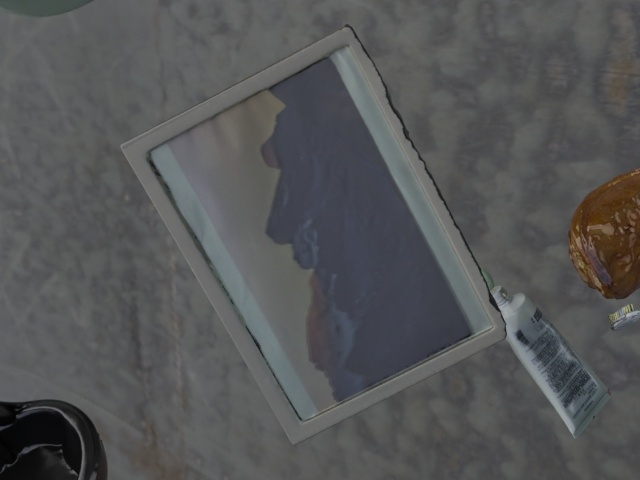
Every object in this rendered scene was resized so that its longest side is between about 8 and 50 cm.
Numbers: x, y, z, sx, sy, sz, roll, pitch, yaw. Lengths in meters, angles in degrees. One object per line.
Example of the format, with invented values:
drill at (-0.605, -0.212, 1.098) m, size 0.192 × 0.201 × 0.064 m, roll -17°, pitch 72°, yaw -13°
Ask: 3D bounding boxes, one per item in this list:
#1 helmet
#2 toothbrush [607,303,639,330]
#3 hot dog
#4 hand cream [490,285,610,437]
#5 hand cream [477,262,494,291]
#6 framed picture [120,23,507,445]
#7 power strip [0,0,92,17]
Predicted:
helmet at (-0.363, 0.291, 1.064) m, size 0.189 × 0.216 × 0.193 m, roll 43°, pitch 157°, yaw 35°
toothbrush at (0.722, 0.068, 1.740) m, size 0.413 × 0.035 × 0.042 m, roll -46°, pitch 43°, yaw 42°
hot dog at (0.561, -0.020, 1.563) m, size 0.196 × 0.272 × 0.122 m, roll 56°, pitch 165°, yaw -9°
hand cream at (0.432, 0.220, 1.698) m, size 0.340 × 0.124 × 0.078 m, roll 51°, pitch 159°, yaw -14°
hand cream at (0.269, 0.173, 2.035) m, size 0.147 × 0.306 × 0.093 m, roll 52°, pitch 171°, yaw -19°
framed picture at (0.000, 0.000, 0.657) m, size 0.192 × 0.018 × 0.265 m, roll -28°, pitch 100°, yaw 5°
power strip at (-0.336, -0.461, 1.080) m, size 0.161 × 0.357 × 0.357 m, roll 43°, pitch 131°, yaw 15°
